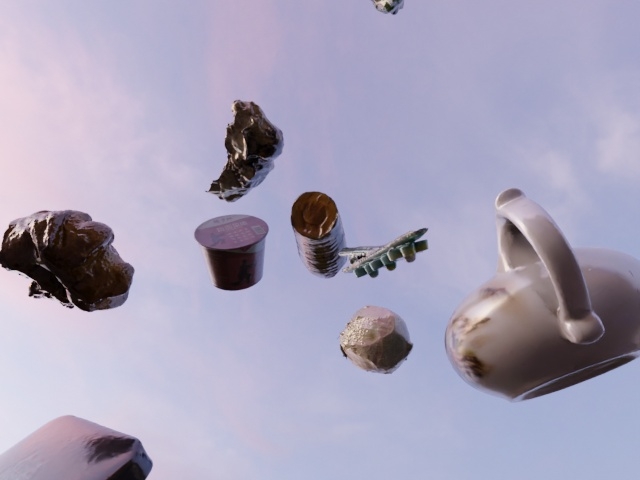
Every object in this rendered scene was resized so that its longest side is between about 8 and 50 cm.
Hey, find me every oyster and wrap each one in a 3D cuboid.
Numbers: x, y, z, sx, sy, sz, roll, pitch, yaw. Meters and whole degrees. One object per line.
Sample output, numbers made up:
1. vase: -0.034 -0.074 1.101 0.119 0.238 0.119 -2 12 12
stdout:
1. oyster: -0.132 -0.158 0.828 0.108 0.161 0.232 30 -36 8

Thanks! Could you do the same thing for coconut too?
1. coconut: 0.164 0.276 1.180 0.195 0.194 0.194 4 -55 6

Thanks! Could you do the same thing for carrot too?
1. carrot: 0.000 0.000 0.668 0.082 0.082 0.173 -2 -28 10

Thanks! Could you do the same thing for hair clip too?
1. hair clip: 0.074 0.018 0.500 0.049 0.049 0.173 33 -22 -15

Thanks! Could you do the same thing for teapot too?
1. teapot: 0.221 0.071 0.427 0.205 0.139 0.298 -20 -32 6

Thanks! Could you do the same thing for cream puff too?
1. cream puff: -0.520 0.037 0.877 0.269 0.154 0.240 5 -55 11

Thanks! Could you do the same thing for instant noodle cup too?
1. instant noodle cup: -0.282 0.041 1.382 0.235 0.234 0.178 4 -60 5

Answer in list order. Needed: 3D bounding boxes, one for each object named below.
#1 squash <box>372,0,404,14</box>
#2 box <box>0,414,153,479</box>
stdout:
1. squash: 0.099 -0.279 0.166 0.107 0.107 0.395 21 -32 -7
2. box: -0.397 0.349 0.540 0.290 0.289 0.073 -8 -71 38
